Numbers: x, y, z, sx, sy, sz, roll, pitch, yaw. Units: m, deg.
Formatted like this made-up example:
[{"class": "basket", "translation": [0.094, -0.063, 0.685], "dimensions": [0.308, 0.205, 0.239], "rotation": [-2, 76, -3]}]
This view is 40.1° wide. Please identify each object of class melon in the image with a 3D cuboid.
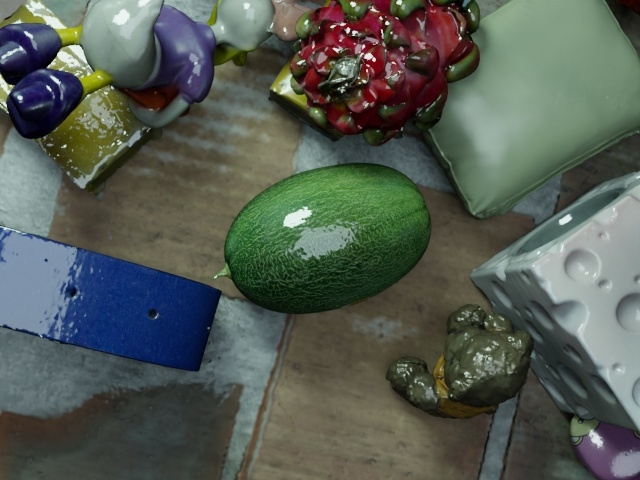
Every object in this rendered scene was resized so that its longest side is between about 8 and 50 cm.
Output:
[{"class": "melon", "translation": [0.000, 0.000, 1.114], "dimensions": [0.288, 0.182, 0.182], "rotation": [-15, 88, -10]}]

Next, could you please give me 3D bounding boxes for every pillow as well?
[{"class": "pillow", "translation": [0.281, -0.201, 1.197], "dimensions": [0.322, 0.120, 0.255], "rotation": [-30, 89, -7]}]

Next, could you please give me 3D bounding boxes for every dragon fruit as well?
[{"class": "dragon fruit", "translation": [0.090, -0.235, 1.049], "dimensions": [0.273, 0.198, 0.218], "rotation": [-45, 102, -3]}]

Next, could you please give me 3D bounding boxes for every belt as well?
[{"class": "belt", "translation": [-0.296, 0.061, 1.049], "dimensions": [0.347, 0.212, 0.117], "rotation": [17, 85, -21]}]

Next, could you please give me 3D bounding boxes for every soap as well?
[{"class": "soap", "translation": [-0.332, -0.185, 1.137], "dimensions": [0.135, 0.076, 0.233], "rotation": [-44, 93, -8]}]

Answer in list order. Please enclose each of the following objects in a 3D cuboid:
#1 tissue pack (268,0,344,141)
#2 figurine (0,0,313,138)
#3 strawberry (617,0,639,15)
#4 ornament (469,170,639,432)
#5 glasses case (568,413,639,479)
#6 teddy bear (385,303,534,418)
[{"class": "tissue pack", "translation": [0.021, -0.233, 1.184], "dimensions": [0.120, 0.082, 0.169], "rotation": [33, 82, -5]}, {"class": "figurine", "translation": [-0.185, -0.242, 1.054], "dimensions": [0.421, 0.193, 0.154], "rotation": [-20, 73, -38]}, {"class": "strawberry", "translation": [0.449, -0.443, 1.178], "dimensions": [0.261, 0.261, 0.257], "rotation": [-35, 93, -9]}, {"class": "ornament", "translation": [0.381, 0.069, 1.130], "dimensions": [0.240, 0.239, 0.239], "rotation": [-34, 92, -9]}, {"class": "glasses case", "translation": [0.492, 0.233, 1.199], "dimensions": [0.316, 0.075, 0.123], "rotation": [-22, 57, -9]}, {"class": "teddy bear", "translation": [0.194, 0.166, 1.123], "dimensions": [0.177, 0.190, 0.140], "rotation": [-36, 84, -14]}]
